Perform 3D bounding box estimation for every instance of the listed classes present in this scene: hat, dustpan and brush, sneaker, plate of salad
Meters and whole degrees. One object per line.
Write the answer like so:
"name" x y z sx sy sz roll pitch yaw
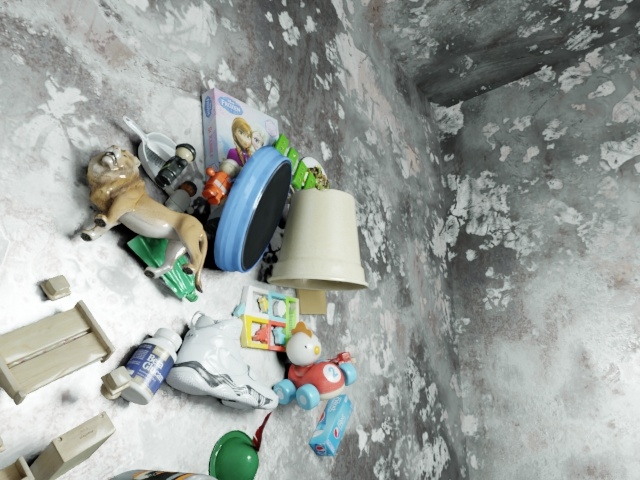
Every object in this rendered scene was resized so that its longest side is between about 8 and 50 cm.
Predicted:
"hat" -0.176 0.595 1.242 0.209 0.183 0.173 58 38 -23
"dustpan and brush" -0.468 -0.258 1.275 0.211 0.060 0.147 42 45 -39
"sneaker" -0.240 0.340 1.292 0.365 0.137 0.210 35 53 -39
"plate of salad" -0.017 -0.255 1.932 0.199 0.048 0.200 27 55 -47

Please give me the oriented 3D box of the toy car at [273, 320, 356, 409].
"toy car" -0.032 0.379 1.495 0.219 0.210 0.238 -16 96 -45

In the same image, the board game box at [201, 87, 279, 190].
"board game box" -0.258 -0.313 1.591 0.318 0.065 0.318 12 68 -54

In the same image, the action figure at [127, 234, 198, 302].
"action figure" -0.400 0.072 1.234 0.232 0.063 0.137 57 39 -13

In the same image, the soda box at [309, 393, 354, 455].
"soda box" 0.042 0.646 1.634 0.067 0.071 0.210 60 37 -19

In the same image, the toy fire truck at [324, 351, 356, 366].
"toy fire truck" 0.083 0.451 1.713 0.135 0.192 0.047 -9 83 -27

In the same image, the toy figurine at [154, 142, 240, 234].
"toy figurine" -0.330 -0.142 1.282 0.210 0.212 0.148 100 10 -51

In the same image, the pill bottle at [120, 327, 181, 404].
"pill bottle" -0.406 0.296 1.113 0.094 0.094 0.169 54 39 -27

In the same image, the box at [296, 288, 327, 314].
"box" -0.038 0.179 1.752 0.164 0.021 0.201 13 67 -53

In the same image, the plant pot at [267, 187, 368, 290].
"plant pot" 0.000 0.000 1.563 0.333 0.333 0.306 18 70 -51

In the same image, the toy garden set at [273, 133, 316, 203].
"toy garden set" -0.117 -0.220 1.663 0.244 0.049 0.204 51 43 -41

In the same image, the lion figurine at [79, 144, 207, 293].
"lion figurine" -0.411 -0.053 1.141 0.392 0.142 0.240 39 37 -17

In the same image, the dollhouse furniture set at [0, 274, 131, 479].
"dollhouse furniture set" -0.580 0.288 0.906 0.356 0.174 0.303 52 33 10

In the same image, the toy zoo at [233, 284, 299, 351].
"toy zoo" -0.173 0.260 1.518 0.293 0.030 0.193 23 59 -49

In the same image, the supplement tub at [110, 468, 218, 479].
"supplement tub" -0.310 0.575 0.941 0.193 0.315 0.194 26 57 -49

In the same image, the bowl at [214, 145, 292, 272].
"bowl" -0.187 -0.083 1.374 0.391 0.077 0.392 21 90 -84
